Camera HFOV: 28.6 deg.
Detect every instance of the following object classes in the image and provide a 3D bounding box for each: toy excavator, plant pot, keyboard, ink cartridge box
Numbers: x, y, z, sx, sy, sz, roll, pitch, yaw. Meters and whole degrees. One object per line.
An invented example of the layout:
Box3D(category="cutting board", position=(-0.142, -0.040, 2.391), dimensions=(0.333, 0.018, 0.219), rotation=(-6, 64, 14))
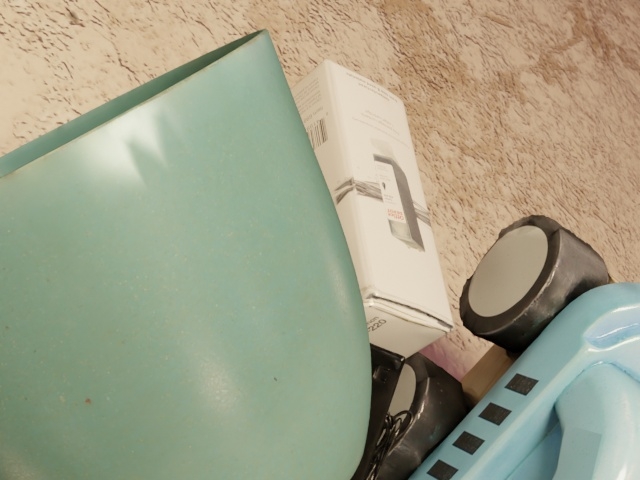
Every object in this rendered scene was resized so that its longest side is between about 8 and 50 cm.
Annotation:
Box3D(category="toy excavator", position=(0.158, 0.251, 0.833), dimensions=(0.222, 0.433, 0.445), rotation=(36, 10, -23))
Box3D(category="plant pot", position=(-0.106, 0.054, 0.693), dimensions=(0.235, 0.293, 0.293), rotation=(63, 33, -12))
Box3D(category="keyboard", position=(0.000, 0.160, 0.862), dimensions=(0.100, 0.038, 0.192), rotation=(26, 81, -33))
Box3D(category="ink cartridge box", position=(0.000, 0.000, 0.954), dimensions=(0.092, 0.158, 0.218), rotation=(23, 45, -37))
